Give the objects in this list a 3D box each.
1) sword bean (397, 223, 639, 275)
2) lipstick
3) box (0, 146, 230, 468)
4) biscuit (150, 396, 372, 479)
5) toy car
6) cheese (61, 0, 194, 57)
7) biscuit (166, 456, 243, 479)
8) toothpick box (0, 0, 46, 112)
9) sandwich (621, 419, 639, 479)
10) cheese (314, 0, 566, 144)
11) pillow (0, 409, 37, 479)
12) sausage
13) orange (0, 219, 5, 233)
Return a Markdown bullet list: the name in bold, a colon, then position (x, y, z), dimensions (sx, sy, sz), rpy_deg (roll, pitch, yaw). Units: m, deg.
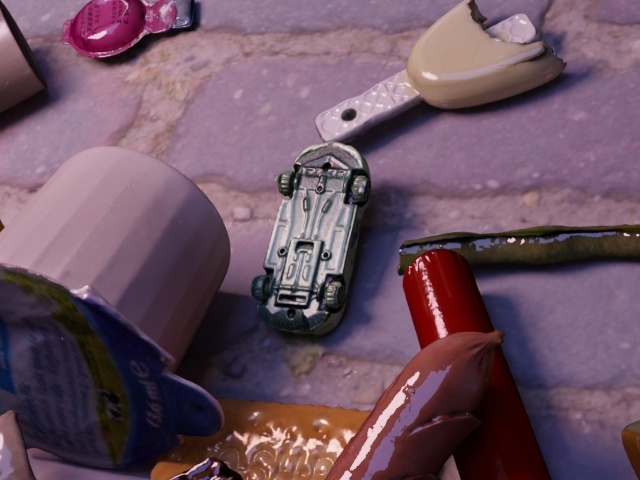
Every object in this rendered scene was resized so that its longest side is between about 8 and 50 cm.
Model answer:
- **sword bean**: position (0.196, 0.006, 1.711), dimensions (0.269, 0.038, 0.043), rpy_deg (-3, 48, 20)
- **lipstick**: position (0.129, 0.129, 1.623), dimensions (0.073, 0.073, 0.280), rpy_deg (-22, 49, 7)
- **box**: position (-0.178, 0.044, 1.726), dimensions (0.291, 0.262, 0.206), rpy_deg (10, 48, 23)
- **biscuit**: position (-0.033, 0.204, 1.662), dimensions (0.249, 0.030, 0.160), rpy_deg (4, 56, 27)
- **toy car**: position (0.000, 0.000, 1.790), dimensions (0.093, 0.058, 0.186), rpy_deg (3, 68, 26)
- **cheese**: position (-0.203, -0.231, 2.076), dimensions (0.145, 0.038, 0.095), rpy_deg (-8, 53, 11)
- **biscuit**: position (-0.214, 0.308, 1.591), dimensions (0.388, 0.107, 0.073), rpy_deg (-29, 54, 7)
- **toothpick box**: position (-0.391, -0.165, 2.059), dimensions (0.180, 0.111, 0.111), rpy_deg (-28, 48, 0)
- **sandwich**: position (0.310, 0.146, 1.441), dimensions (0.155, 0.198, 0.227), rpy_deg (-30, 48, 1)
- **cheese**: position (0.104, -0.151, 1.867), dimensions (0.235, 0.050, 0.127), rpy_deg (-29, 50, 2)
- **pillow**: position (-0.341, 0.285, 1.700), dimensions (0.270, 0.067, 0.173), rpy_deg (-32, 70, -1)
- **sausage**: position (0.010, 0.243, 1.542), dimensions (0.088, 0.088, 0.433), rpy_deg (30, 82, 38)
- **orange**: position (-0.390, 0.036, 1.848), dimensions (0.219, 0.193, 0.219), rpy_deg (-30, 41, 31)
